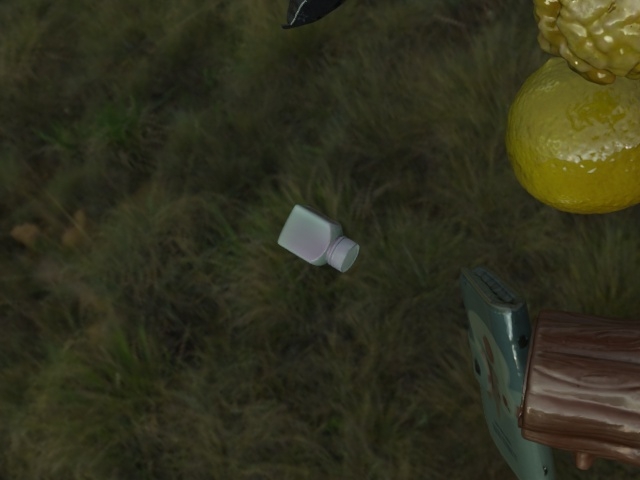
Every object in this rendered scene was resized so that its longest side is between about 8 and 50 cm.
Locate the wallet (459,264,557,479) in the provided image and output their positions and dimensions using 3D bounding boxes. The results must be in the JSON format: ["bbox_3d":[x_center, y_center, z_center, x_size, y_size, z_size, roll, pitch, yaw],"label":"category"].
[{"bbox_3d":[0.309,0.224,1.577,0.083,0.360,0.252,-14,19,-4],"label":"wallet"}]

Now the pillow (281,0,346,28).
[{"bbox_3d":[0.039,-0.249,0.707,0.141,0.055,0.208,-50,11,52],"label":"pillow"}]

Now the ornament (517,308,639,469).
[{"bbox_3d":[0.386,0.189,1.283,0.217,0.235,0.221,9,30,15],"label":"ornament"}]

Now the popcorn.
[{"bbox_3d":[0.254,-0.223,0.840,0.170,0.180,0.180,2,49,21],"label":"popcorn"}]

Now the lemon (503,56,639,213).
[{"bbox_3d":[0.316,-0.126,1.109,0.231,0.192,0.192,1,50,34],"label":"lemon"}]

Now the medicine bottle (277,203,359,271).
[{"bbox_3d":[0.000,0.000,1.521,0.118,0.055,0.074,30,99,21],"label":"medicine bottle"}]
